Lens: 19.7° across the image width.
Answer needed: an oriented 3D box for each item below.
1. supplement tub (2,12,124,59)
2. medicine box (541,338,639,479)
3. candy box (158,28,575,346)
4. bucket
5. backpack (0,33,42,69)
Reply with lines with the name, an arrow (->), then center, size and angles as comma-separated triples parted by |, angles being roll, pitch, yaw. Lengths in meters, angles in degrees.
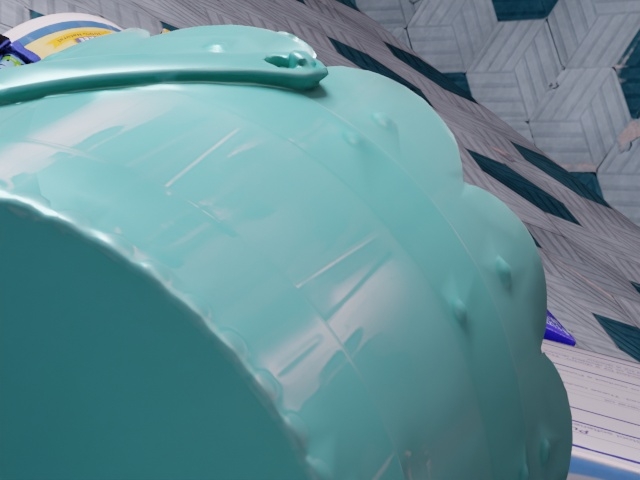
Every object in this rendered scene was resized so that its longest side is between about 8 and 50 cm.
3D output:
supplement tub -> -0.124, -0.034, 1.109 | 0.144, 0.144, 0.199 | 19, 19, -47
medicine box -> 0.191, 0.162, 0.922 | 0.263, 0.149, 0.289 | 15, 8, 2
candy box -> 0.000, 0.000, 1.333 | 0.268, 0.122, 0.317 | 26, 13, -26
bucket -> -0.071, 0.078, 0.557 | 0.281, 0.281, 0.183 | 35, 22, 10
backpack -> -0.214, -0.033, 0.867 | 0.117, 0.158, 0.173 | 25, 16, -2
